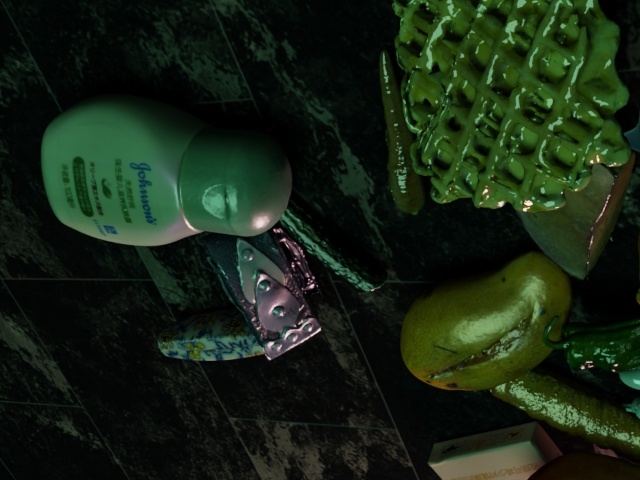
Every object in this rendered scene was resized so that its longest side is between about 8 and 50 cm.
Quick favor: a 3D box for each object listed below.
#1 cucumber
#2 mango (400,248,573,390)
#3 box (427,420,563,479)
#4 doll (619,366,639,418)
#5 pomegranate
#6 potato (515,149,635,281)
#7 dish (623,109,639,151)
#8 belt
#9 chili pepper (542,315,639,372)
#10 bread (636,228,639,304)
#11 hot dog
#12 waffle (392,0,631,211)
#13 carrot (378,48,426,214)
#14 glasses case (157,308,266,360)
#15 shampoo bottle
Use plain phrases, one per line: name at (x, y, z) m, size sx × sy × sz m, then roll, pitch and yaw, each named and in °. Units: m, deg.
cucumber at (0.000, 0.000, 1.778) m, size 0.215 × 0.052 × 0.058 m, roll 40°, pitch 116°, yaw -11°
mango at (0.229, 0.119, 1.716) m, size 0.177 × 0.120 × 0.295 m, roll 43°, pitch 136°, yaw -14°
box at (0.358, 0.445, 2.016) m, size 0.205 × 0.051 × 0.365 m, roll -21°, pitch 119°, yaw 38°
doll at (0.480, 0.207, 1.710) m, size 0.159 × 0.059 × 0.159 m, roll 25°, pitch 140°, yaw 4°
pomegranate at (0.389, 0.449, 1.793) m, size 0.229 × 0.270 × 0.252 m, roll 7°, pitch 142°, yaw 5°
potato at (0.302, -0.071, 1.509) m, size 0.138 × 0.098 × 0.243 m, roll 28°, pitch 150°, yaw 18°
dish at (0.447, -0.156, 1.349) m, size 0.228 × 0.086 × 0.236 m, roll 35°, pitch 141°, yaw -7°
belt at (-0.079, 0.051, 1.820) m, size 0.128 × 0.122 × 0.218 m, roll -31°, pitch 128°, yaw -5°
chili pepper at (0.420, 0.126, 1.619) m, size 0.257 × 0.074 × 0.100 m, roll -11°, pitch 160°, yaw 7°
bread at (0.493, 0.037, 1.426) m, size 0.270 × 0.142 × 0.195 m, roll 14°, pitch 175°, yaw -7°
hot dog at (0.368, 0.247, 1.805) m, size 0.289 × 0.068 × 0.083 m, roll 24°, pitch 136°, yaw 8°
waffle at (0.200, -0.182, 1.382) m, size 0.297 × 0.073 × 0.317 m, roll -10°, pitch 99°, yaw 43°
carrot at (0.100, -0.136, 1.595) m, size 0.049 × 0.049 × 0.254 m, roll 7°, pitch 131°, yaw 23°
glasses case at (-0.149, 0.150, 1.980) m, size 0.248 × 0.087 × 0.065 m, roll -5°, pitch 116°, yaw 33°
shampoo bottle at (-0.206, -0.090, 1.725) m, size 0.350 × 0.151 × 0.221 m, roll 7°, pitch 116°, yaw 22°
